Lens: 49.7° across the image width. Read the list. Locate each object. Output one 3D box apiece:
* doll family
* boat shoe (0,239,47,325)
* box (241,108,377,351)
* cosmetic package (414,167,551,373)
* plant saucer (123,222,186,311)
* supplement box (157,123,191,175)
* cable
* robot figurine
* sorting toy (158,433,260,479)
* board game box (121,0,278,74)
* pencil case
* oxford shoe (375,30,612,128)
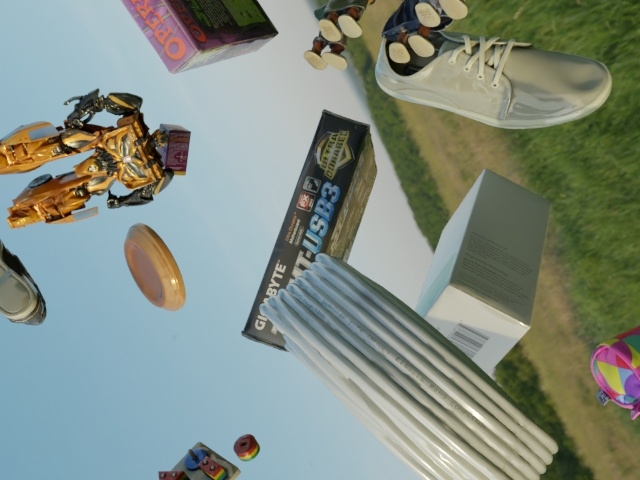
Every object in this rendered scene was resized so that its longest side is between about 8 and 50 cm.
[{"bbox_3d":[0.062,-0.204,0.541,0.076,0.193,0.111,48,-124,-48],"label":"doll family"},{"bbox_3d":[-0.468,0.052,1.008,0.206,0.075,0.065,40,165,27],"label":"boat shoe"},{"bbox_3d":[0.000,0.000,0.961,0.073,0.295,0.293,18,178,10],"label":"box"},{"bbox_3d":[0.290,0.058,1.255,0.155,0.197,0.365,27,-139,1],"label":"cosmetic package"},{"bbox_3d":[-0.348,0.060,1.421,0.200,0.037,0.200,33,138,35],"label":"plant saucer"},{"bbox_3d":[-0.269,-0.165,1.258,0.055,0.043,0.083,36,120,52],"label":"supplement box"},{"bbox_3d":[0.068,0.117,0.565,0.257,0.089,0.257,35,170,50],"label":"cable"},{"bbox_3d":[-0.385,-0.122,1.119,0.085,0.291,0.211,-99,-8,-58],"label":"robot figurine"},{"bbox_3d":[-0.245,0.444,1.271,0.132,0.274,0.046,15,140,45],"label":"sorting toy"},{"bbox_3d":[-0.195,-0.349,0.743,0.347,0.056,0.208,56,-156,-7],"label":"board game box"},{"bbox_3d":[0.481,0.150,0.945,0.104,0.236,0.104,52,155,37],"label":"pencil case"},{"bbox_3d":[0.301,-0.315,1.282,0.169,0.449,0.130,-65,-26,-20],"label":"oxford shoe"}]
